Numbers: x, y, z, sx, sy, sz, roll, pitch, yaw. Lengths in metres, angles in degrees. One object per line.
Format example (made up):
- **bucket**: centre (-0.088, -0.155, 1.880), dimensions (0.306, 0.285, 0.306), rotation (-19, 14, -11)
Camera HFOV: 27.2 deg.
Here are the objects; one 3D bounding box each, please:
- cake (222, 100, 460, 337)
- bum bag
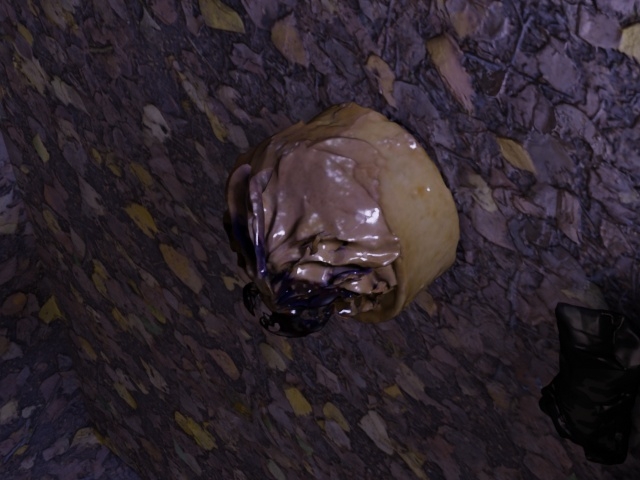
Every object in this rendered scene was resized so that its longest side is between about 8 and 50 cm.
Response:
- **cake**: centre (-0.005, 0.000, 1.931), dimensions (0.332, 0.321, 0.332), rotation (36, 145, 30)
- **bum bag**: centre (0.374, 0.193, 1.807), dimensions (0.144, 0.095, 0.340), rotation (31, 151, 24)
